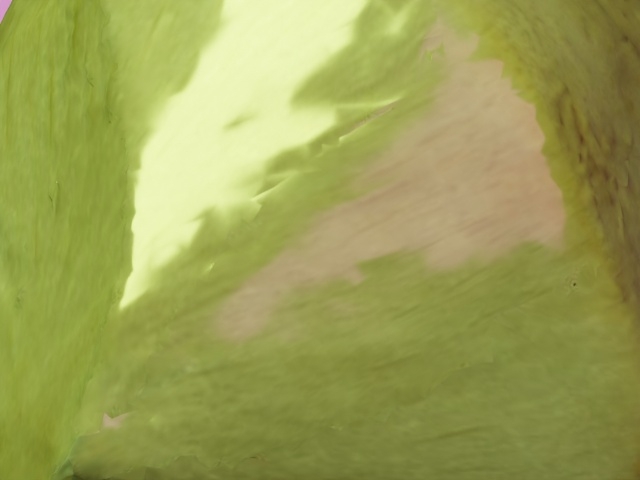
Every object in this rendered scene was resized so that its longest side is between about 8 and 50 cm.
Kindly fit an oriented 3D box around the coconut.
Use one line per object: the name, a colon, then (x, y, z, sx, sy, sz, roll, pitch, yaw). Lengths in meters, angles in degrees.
coconut: (0.000, 0.000, 0.575, 0.415, 0.344, 0.415, 19, 65, -48)
